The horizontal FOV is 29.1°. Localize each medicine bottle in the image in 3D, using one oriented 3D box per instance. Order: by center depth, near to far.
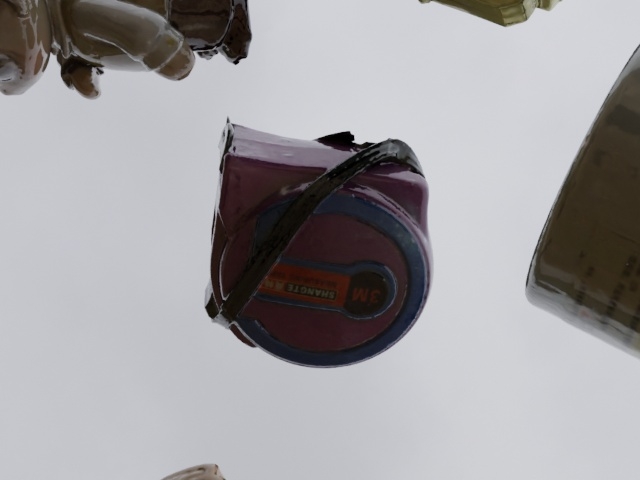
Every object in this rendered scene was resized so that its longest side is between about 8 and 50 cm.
[{"bbox_3d":[0.298,-0.008,0.881,0.232,0.238,0.237,27,-64,17],"label":"medicine bottle"}]

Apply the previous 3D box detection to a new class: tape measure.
[{"bbox_3d":[0.000,0.000,1.239,0.232,0.149,0.245,8,-67,-9],"label":"tape measure"}]

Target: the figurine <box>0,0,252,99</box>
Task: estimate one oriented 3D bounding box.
[{"bbox_3d":[-0.253,-0.167,1.024,0.218,0.365,0.206,46,-60,55],"label":"figurine"}]

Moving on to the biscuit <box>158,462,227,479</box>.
[{"bbox_3d":[-0.124,0.237,0.841,0.144,0.236,0.040,-14,-62,23],"label":"biscuit"}]

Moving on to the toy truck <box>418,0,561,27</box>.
[{"bbox_3d":[0.106,-0.280,1.059,0.272,0.124,0.157,28,-107,30],"label":"toy truck"}]
